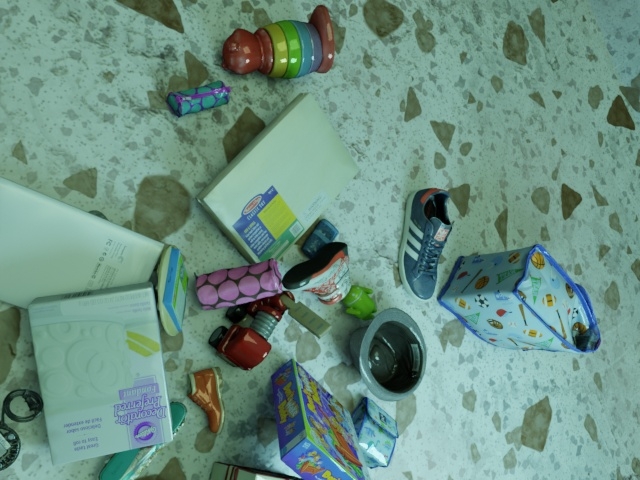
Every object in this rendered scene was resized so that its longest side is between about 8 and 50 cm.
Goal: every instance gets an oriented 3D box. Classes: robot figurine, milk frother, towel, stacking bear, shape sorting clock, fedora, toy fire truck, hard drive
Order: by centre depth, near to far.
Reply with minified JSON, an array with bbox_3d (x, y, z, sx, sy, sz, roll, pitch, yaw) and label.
[{"bbox_3d":[-0.615,0.363,1.217,0.143,0.135,0.129,-20,94,-34],"label":"milk frother"},{"bbox_3d":[-0.544,0.045,1.318,0.353,0.047,0.233,25,87,-24],"label":"hard drive"},{"bbox_3d":[-0.337,0.113,1.414,0.040,0.206,0.206,1,81,-1],"label":"shape sorting clock"},{"bbox_3d":[-0.116,0.210,1.494,0.158,0.246,0.217,42,63,-20],"label":"toy fire truck"},{"bbox_3d":[-0.122,-0.512,1.669,0.289,0.175,0.164,-14,83,-24],"label":"stacking bear"},{"bbox_3d":[0.000,0.000,1.733,0.067,0.029,0.119,44,63,-19],"label":"towel"},{"bbox_3d":[0.170,0.314,1.734,0.275,0.124,0.243,39,66,-31],"label":"fedora"},{"bbox_3d":[0.107,0.173,1.751,0.115,0.067,0.101,49,51,-16],"label":"robot figurine"}]

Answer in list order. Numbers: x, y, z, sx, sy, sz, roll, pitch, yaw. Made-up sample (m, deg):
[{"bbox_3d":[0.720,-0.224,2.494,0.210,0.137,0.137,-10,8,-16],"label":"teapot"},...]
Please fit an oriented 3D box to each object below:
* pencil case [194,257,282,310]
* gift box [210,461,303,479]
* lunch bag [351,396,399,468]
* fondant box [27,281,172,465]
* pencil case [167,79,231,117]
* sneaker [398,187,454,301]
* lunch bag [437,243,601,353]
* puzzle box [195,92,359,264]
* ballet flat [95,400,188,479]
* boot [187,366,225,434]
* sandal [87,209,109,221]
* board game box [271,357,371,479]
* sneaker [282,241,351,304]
[{"bbox_3d":[-0.193,0.100,1.494,0.098,0.209,0.095,-86,162,-53],"label":"pencil case"},{"bbox_3d":[-0.113,0.668,1.422,0.276,0.255,0.258,22,69,-24],"label":"gift box"},{"bbox_3d":[0.142,0.524,1.708,0.129,0.096,0.151,43,48,-17],"label":"lunch bag"},{"bbox_3d":[-0.445,0.267,1.288,0.238,0.096,0.330,-8,97,-15],"label":"fondant box"},{"bbox_3d":[-0.304,-0.357,1.570,0.152,0.070,0.064,-26,96,-34],"label":"pencil case"},{"bbox_3d":[0.328,0.006,1.871,0.131,0.148,0.350,8,79,-32],"label":"sneaker"},{"bbox_3d":[0.625,0.208,1.927,0.385,0.328,0.239,43,64,-18],"label":"lunch bag"},{"bbox_3d":[-0.098,-0.149,1.611,0.409,0.052,0.272,-48,123,-20],"label":"puzzle box"},{"bbox_3d":[-0.393,0.456,1.383,0.091,0.077,0.241,39,62,17],"label":"ballet flat"},{"bbox_3d":[-0.273,0.385,1.483,0.085,0.059,0.157,-3,76,-30],"label":"boot"},{"bbox_3d":[-0.493,0.059,1.400,0.097,0.054,0.254,-17,102,-26],"label":"sandal"},{"bbox_3d":[-0.003,0.456,1.480,0.078,0.347,0.233,-42,108,6],"label":"board game box"},{"bbox_3d":[0.001,0.115,1.631,0.270,0.090,0.145,-36,124,-53],"label":"sneaker"}]
